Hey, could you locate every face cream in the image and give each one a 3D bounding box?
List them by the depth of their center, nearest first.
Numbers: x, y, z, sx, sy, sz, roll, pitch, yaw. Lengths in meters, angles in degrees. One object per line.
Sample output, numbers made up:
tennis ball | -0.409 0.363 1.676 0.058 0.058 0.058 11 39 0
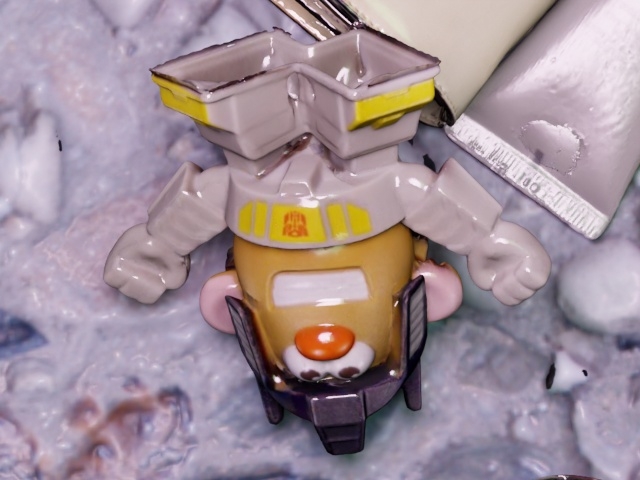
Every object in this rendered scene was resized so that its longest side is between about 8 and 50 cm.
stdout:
face cream | 0.237 -0.165 1.443 0.143 0.089 0.314 37 88 3

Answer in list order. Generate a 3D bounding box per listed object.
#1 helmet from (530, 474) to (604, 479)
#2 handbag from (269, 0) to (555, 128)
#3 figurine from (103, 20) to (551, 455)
helmet | 0.184 0.241 1.364 0.177 0.107 0.153 5 83 16
handbag | 0.116 -0.285 1.413 0.236 0.160 0.358 41 82 -1
figurine | 0.004 -0.001 1.334 0.308 0.308 0.143 40 44 3
